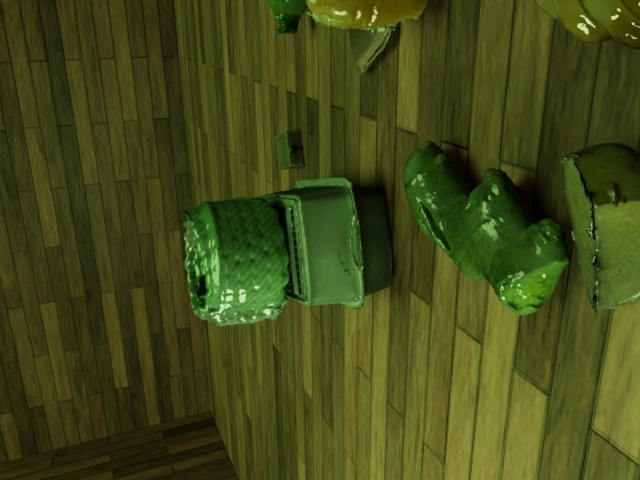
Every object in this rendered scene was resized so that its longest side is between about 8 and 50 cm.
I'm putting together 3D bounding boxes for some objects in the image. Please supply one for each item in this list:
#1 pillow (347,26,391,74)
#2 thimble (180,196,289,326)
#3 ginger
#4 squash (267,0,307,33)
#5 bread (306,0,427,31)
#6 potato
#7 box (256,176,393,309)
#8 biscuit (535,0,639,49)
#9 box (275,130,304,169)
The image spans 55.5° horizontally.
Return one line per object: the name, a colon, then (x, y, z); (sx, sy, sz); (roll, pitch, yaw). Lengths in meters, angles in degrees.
pillow: (0.064, -0.378, 0.948); (0.135, 0.034, 0.211); (143, 117, -71)
thimble: (-0.146, 0.038, 1.027); (0.219, 0.150, 0.219); (172, 90, -70)
ginger: (0.183, -0.029, 0.718); (0.290, 0.089, 0.137); (-130, 18, -61)
squash: (-0.057, -0.572, 1.079); (0.107, 0.107, 0.395); (-135, 42, -57)
bread: (0.053, -0.391, 0.773); (0.121, 0.174, 0.245); (-161, 72, -72)
potato: (0.269, -0.021, 0.531); (0.172, 0.089, 0.100); (58, -157, -45)
box: (0.000, 0.000, 1.076); (0.290, 0.166, 0.220); (-169, 71, -68)
biscuit: (0.238, -0.307, 0.439); (0.326, 0.107, 0.325); (174, 90, -71)
box: (-0.069, -0.201, 1.356); (0.083, 0.035, 0.079); (-173, 75, -67)
